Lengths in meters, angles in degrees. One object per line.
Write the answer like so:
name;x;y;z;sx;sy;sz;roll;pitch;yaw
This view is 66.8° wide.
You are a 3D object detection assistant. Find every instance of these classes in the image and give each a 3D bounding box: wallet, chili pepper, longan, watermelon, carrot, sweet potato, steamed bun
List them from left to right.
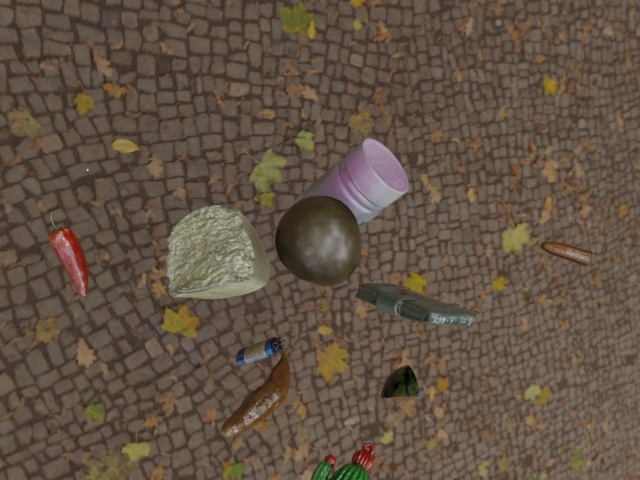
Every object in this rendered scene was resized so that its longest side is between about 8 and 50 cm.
chili pepper;-0.751;0.040;1.452;0.071;0.063;0.272;-30;106;-45
steamed bun;-0.309;0.038;1.481;0.273;0.291;0.272;29;56;-67
sweet potato;-0.178;0.509;1.553;0.106;0.095;0.354;48;45;-3
longan;0.000;0.000;1.369;0.258;0.258;0.257;-4;99;-25
watermelon;0.252;0.442;1.424;0.125;0.135;0.094;-43;113;-13
wallet;0.303;0.215;1.616;0.252;0.360;0.083;6;97;-39
carrot;0.695;0.032;1.379;0.139;0.048;0.048;17;90;2

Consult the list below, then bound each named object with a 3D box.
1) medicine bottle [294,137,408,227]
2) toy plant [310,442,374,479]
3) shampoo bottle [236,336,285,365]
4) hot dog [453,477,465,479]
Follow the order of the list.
medicine bottle;0.093;-0.146;1.544;0.212;0.325;0.212;30;40;-28
toy plant;0.049;0.598;1.159;0.155;0.088;0.240;11;53;-4
shampoo bottle;-0.210;0.389;1.722;0.183;0.087;0.050;-23;104;19
hot dog;0.335;0.619;1.115;0.028;0.044;0.137;13;63;-43
